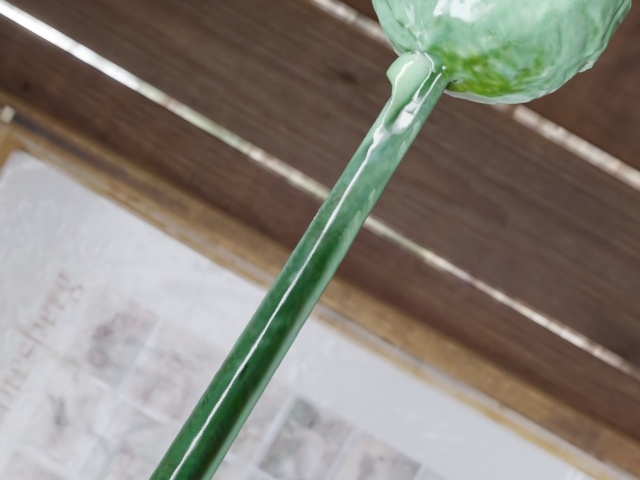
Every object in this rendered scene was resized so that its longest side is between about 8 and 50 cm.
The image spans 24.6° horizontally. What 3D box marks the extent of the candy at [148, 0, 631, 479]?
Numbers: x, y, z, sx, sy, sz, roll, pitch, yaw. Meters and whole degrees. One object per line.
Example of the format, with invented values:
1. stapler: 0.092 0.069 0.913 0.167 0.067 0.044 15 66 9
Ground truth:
1. candy: 0.000 0.000 0.606 0.440 0.119 0.119 -57 -4 -16
